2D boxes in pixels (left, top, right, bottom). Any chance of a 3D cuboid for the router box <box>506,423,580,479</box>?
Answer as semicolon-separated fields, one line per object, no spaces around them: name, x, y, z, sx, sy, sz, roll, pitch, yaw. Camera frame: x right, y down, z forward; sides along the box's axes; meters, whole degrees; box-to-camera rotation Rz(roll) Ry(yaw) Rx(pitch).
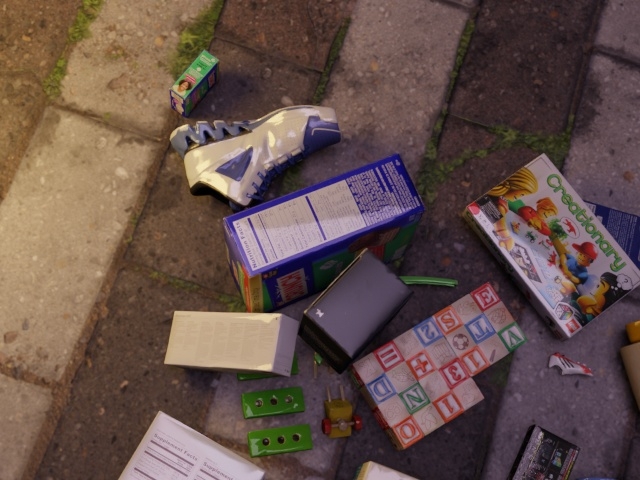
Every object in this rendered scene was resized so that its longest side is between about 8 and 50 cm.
router box;0.397;0.404;1.550;0.092;0.038;0.122;28;74;4

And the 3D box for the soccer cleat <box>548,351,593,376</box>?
soccer cleat;0.463;0.238;1.611;0.083;0.029;0.035;26;82;6

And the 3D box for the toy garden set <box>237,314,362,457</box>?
toy garden set;-0.046;0.255;1.547;0.204;0.049;0.244;-4;66;-16

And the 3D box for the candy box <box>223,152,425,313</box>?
candy box;0.000;0.000;1.513;0.317;0.268;0.122;-21;73;-10

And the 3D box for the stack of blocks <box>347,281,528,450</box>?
stack of blocks;0.220;0.226;1.560;0.297;0.087;0.171;-30;79;-13

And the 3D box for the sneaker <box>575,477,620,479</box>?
sneaker;0.556;0.481;1.519;0.232;0.081;0.090;15;66;-2

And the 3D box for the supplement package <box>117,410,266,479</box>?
supplement package;-0.236;0.445;1.398;0.198;0.199;0.262;29;74;4

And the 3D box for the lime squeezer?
lime squeezer;0.100;0.104;1.590;0.310;0.059;0.110;-27;56;-17

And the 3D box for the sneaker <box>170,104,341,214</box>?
sneaker;-0.113;-0.136;1.628;0.316;0.127;0.182;-10;79;-1

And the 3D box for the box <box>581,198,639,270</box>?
box;0.526;-0.005;1.680;0.225;0.036;0.136;17;74;2

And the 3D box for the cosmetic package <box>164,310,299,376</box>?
cosmetic package;-0.154;0.176;1.490;0.239;0.060;0.098;-1;73;34

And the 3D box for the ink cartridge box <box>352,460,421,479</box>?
ink cartridge box;0.110;0.505;1.426;0.168;0.171;0.232;21;74;1

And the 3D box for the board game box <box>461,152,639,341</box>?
board game box;0.433;0.011;1.623;0.193;0.053;0.305;-35;80;-12

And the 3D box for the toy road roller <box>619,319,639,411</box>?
toy road roller;0.741;0.214;1.580;0.330;0.241;0.202;-21;74;28

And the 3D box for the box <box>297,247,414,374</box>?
box;0.054;0.123;1.448;0.108;0.207;0.153;43;77;8

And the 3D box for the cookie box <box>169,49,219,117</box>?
cookie box;-0.241;-0.301;1.671;0.040;0.092;0.107;36;74;3
